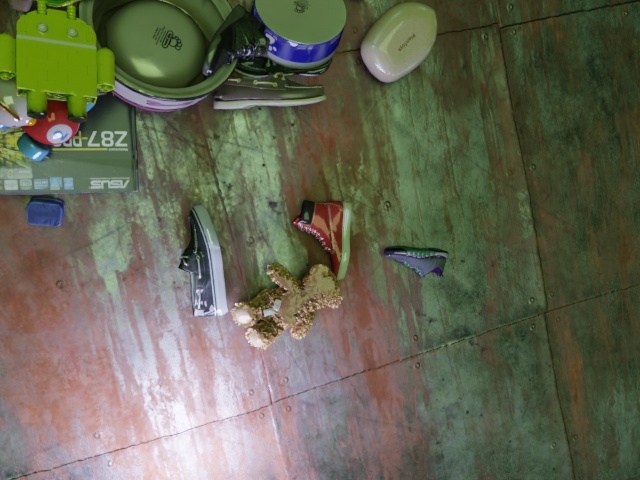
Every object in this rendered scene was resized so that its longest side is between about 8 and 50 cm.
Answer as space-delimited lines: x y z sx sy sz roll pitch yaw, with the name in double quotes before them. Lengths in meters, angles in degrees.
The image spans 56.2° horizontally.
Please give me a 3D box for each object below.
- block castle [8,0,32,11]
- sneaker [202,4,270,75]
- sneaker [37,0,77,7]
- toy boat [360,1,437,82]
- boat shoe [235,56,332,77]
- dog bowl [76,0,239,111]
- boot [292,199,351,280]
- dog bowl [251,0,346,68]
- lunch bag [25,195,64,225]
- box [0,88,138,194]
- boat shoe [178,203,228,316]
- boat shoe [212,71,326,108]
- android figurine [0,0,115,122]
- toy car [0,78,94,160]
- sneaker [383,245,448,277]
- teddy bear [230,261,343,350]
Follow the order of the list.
"block castle" -0.764 -0.813 1.418 0.453 0.212 0.303 48 60 -18
"sneaker" -0.208 -0.490 1.529 0.130 0.087 0.228 31 59 -7
"sneaker" -0.532 -0.633 1.396 0.295 0.123 0.109 -38 93 -32
"toy boat" 0.202 -0.657 1.807 0.267 0.148 0.318 -40 111 -4
"boat shoe" -0.116 -0.534 1.741 0.302 0.091 0.115 -7 97 -15
"dog bowl" -0.423 -0.523 1.572 0.407 0.150 0.408 7 72 -23
"boot" 0.000 0.000 1.831 0.176 0.088 0.245 0 91 -11
"dog bowl" -0.064 -0.621 1.686 0.264 0.104 0.265 5 66 -12
"lunch bag" -0.745 -0.081 1.621 0.098 0.065 0.067 7 109 -17
"box" -0.695 -0.283 1.600 0.394 0.097 0.319 -2 97 -16
"boat shoe" -0.346 0.067 1.715 0.119 0.121 0.336 -12 100 -19
"boat shoe" -0.146 -0.429 1.707 0.324 0.116 0.097 -3 101 2
"android figurine" -0.591 -0.404 1.347 0.248 0.056 0.273 2 81 -28
"toy car" -0.690 -0.307 1.400 0.219 0.238 0.210 -42 104 10
"sneaker" 0.306 0.073 1.922 0.223 0.083 0.098 4 99 -17
"teddy bear" -0.101 0.189 1.812 0.245 0.113 0.338 43 92 -6
